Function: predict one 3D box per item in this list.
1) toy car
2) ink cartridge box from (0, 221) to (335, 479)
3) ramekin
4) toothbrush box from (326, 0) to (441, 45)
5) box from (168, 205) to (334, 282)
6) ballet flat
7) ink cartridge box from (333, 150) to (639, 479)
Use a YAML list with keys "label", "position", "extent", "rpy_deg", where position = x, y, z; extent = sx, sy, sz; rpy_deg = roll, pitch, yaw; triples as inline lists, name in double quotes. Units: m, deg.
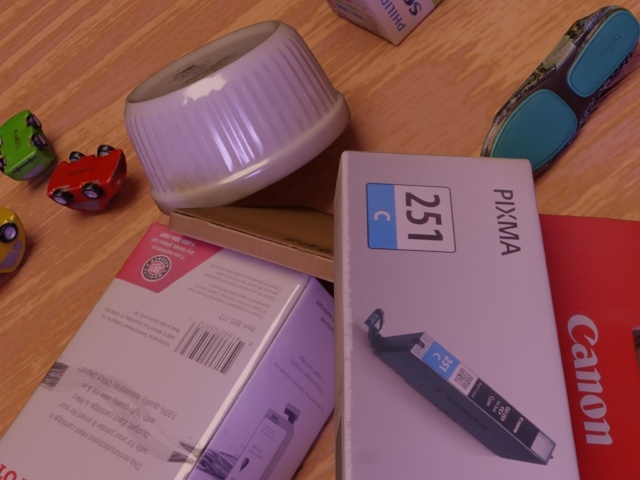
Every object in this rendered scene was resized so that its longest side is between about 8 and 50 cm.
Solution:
- label: "toy car"
  position: [-0.324, -0.067, 1.250]
  extent: [0.239, 0.053, 0.225]
  rpy_deg: [-33, 44, 7]
- label: "ink cartridge box"
  position: [-0.124, 0.144, 0.899]
  extent: [0.207, 0.117, 0.283]
  rpy_deg: [17, 67, 41]
- label: "ramekin"
  position: [-0.086, -0.122, 1.033]
  extent: [0.207, 0.109, 0.207]
  rpy_deg: [-24, 21, 10]
- label: "toothbrush box"
  position: [0.096, -0.374, 1.091]
  extent: [0.283, 0.206, 0.122]
  rpy_deg: [-47, 44, -5]
- label: "box"
  position: [0.000, 0.000, 0.911]
  extent: [0.201, 0.164, 0.021]
  rpy_deg: [16, 103, 41]
- label: "ballet flat"
  position: [0.198, -0.122, 0.938]
  extent: [0.188, 0.070, 0.070]
  rpy_deg: [-45, 44, -7]
- label: "ink cartridge box"
  position: [0.140, 0.074, 0.715]
  extent: [0.261, 0.066, 0.296]
  rpy_deg: [3, 52, -4]
